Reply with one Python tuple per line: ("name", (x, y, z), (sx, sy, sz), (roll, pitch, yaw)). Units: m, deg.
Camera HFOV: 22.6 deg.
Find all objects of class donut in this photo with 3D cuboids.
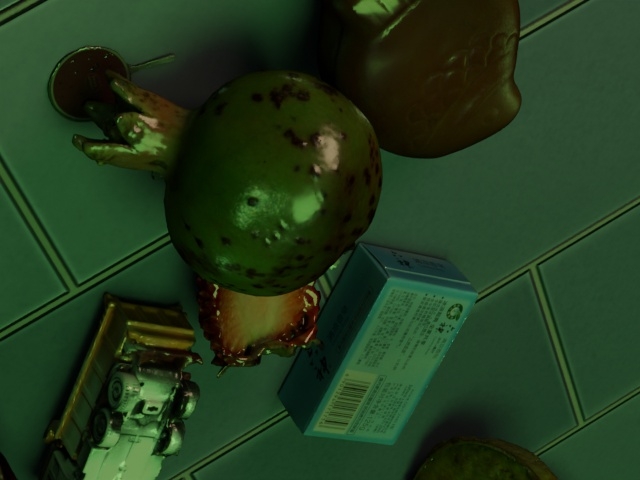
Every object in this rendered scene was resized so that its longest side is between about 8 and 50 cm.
("donut", (0.222, 0.379, 2.081), (0.107, 0.272, 0.272), (-13, 132, -53))

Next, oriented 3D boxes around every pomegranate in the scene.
("pomegranate", (-0.074, -0.078, 1.547), (0.286, 0.231, 0.231), (39, 99, -27))

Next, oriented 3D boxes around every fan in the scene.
("fan", (-0.205, -0.161, 1.579), (0.133, 0.005, 0.085), (-21, 130, -14))

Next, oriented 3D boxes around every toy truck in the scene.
("toy truck", (-0.225, 0.202, 1.755), (0.114, 0.135, 0.270), (12, 112, -33))

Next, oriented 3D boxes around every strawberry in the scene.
("strawberry", (-0.077, 0.036, 1.760), (0.167, 0.087, 0.208), (-12, 104, -40))

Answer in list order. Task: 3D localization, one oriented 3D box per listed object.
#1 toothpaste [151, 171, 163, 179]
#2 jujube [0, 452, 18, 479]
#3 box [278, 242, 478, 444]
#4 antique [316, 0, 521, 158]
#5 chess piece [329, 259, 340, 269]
("toothpaste", (-0.080, -0.094, 1.685), (0.204, 0.031, 0.049), (-7, 123, -23))
("jujube", (-0.423, 0.217, 1.607), (0.216, 0.216, 0.342), (-37, 141, -1))
("box", (0.067, 0.126, 1.898), (0.142, 0.083, 0.232), (12, 115, -35))
("antique", (0.101, -0.207, 1.640), (0.223, 0.129, 0.278), (-44, 133, 5))
("chess piece", (0.000, 0.000, 1.796), (0.042, 0.042, 0.093), (-28, 138, -9))
